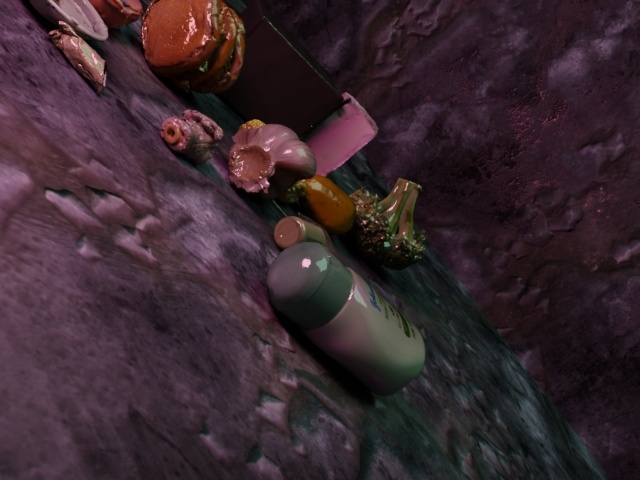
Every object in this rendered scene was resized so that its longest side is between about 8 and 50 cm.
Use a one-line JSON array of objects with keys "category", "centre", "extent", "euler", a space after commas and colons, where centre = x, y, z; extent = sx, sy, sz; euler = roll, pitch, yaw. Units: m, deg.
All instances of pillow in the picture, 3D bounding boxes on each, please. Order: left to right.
[{"category": "pillow", "centre": [0.000, 0.000, 1.967], "extent": [0.118, 0.043, 0.185], "euler": [38, 18, -34]}]

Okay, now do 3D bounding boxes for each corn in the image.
[{"category": "corn", "centre": [-0.121, -0.201, 2.013], "extent": [0.244, 0.093, 0.093], "euler": [55, 15, 22]}]

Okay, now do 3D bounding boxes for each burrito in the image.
[{"category": "burrito", "centre": [-0.438, -0.339, 1.471], "extent": [0.149, 0.055, 0.041], "euler": [47, -17, -4]}]

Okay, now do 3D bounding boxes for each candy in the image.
[{"category": "candy", "centre": [0.033, -0.304, 2.407], "extent": [0.155, 0.265, 0.115], "euler": [46, 11, -18]}]

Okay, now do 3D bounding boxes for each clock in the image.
[{"category": "clock", "centre": [-0.514, -0.466, 1.552], "extent": [0.236, 0.053, 0.236], "euler": [49, 12, -15]}]

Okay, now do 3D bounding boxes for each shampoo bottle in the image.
[{"category": "shampoo bottle", "centre": [-0.035, -0.003, 1.788], "extent": [0.079, 0.079, 0.162], "euler": [56, 15, 23]}, {"category": "shampoo bottle", "centre": [0.041, 0.139, 1.516], "extent": [0.349, 0.151, 0.221], "euler": [42, 18, -28]}]

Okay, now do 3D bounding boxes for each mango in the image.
[{"category": "mango", "centre": [0.013, -0.096, 2.102], "extent": [0.227, 0.109, 0.147], "euler": [34, 46, -47]}]

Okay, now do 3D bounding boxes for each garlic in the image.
[{"category": "garlic", "centre": [-0.117, -0.132, 1.807], "extent": [0.207, 0.207, 0.256], "euler": [-60, 145, -75]}]

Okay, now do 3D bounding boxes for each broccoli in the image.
[{"category": "broccoli", "centre": [0.184, -0.044, 2.310], "extent": [0.288, 0.236, 0.259], "euler": [28, 59, -76]}]

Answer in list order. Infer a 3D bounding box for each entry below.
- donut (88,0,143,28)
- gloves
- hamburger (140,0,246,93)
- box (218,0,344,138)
[{"category": "donut", "centre": [-0.494, -0.559, 1.789], "extent": [0.199, 0.085, 0.233], "euler": [52, 14, 9]}, {"category": "gloves", "centre": [-0.260, -0.218, 1.635], "extent": [0.110, 0.094, 0.144], "euler": [38, 23, -2]}, {"category": "hamburger", "centre": [-0.301, -0.487, 1.919], "extent": [0.261, 0.245, 0.211], "euler": [35, 6, 33]}, {"category": "box", "centre": [-0.149, -0.474, 2.301], "extent": [0.345, 0.251, 0.204], "euler": [42, 16, -30]}]
